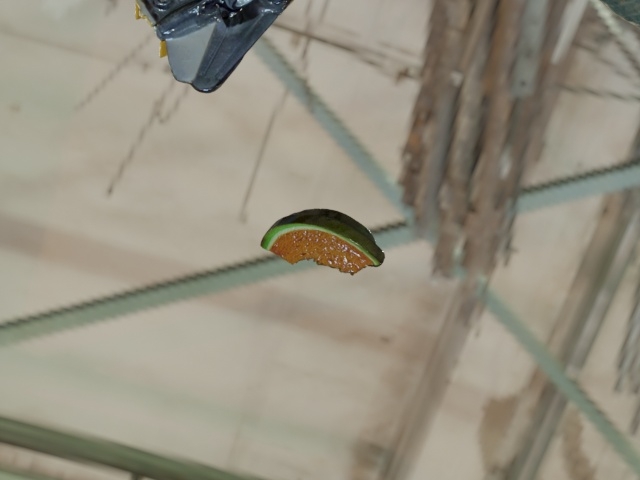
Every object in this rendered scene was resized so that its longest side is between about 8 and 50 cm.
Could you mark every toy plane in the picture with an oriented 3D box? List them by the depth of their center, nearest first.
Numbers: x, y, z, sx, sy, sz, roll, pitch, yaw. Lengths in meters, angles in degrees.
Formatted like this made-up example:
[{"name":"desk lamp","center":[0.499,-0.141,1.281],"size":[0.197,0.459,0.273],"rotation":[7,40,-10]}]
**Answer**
[{"name":"toy plane","center":[-0.046,-0.293,1.785],"size":[0.316,0.103,0.204],"rotation":[-30,-103,-9]}]

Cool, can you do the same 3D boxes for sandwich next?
[{"name":"sandwich","center":[0.001,-0.001,1.731],"size":[0.135,0.067,0.029],"rotation":[7,-134,28]}]

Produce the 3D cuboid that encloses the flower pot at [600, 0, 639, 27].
[{"name":"flower pot","center":[0.404,-0.344,2.071],"size":[0.243,0.189,0.157],"rotation":[27,179,-24]}]
